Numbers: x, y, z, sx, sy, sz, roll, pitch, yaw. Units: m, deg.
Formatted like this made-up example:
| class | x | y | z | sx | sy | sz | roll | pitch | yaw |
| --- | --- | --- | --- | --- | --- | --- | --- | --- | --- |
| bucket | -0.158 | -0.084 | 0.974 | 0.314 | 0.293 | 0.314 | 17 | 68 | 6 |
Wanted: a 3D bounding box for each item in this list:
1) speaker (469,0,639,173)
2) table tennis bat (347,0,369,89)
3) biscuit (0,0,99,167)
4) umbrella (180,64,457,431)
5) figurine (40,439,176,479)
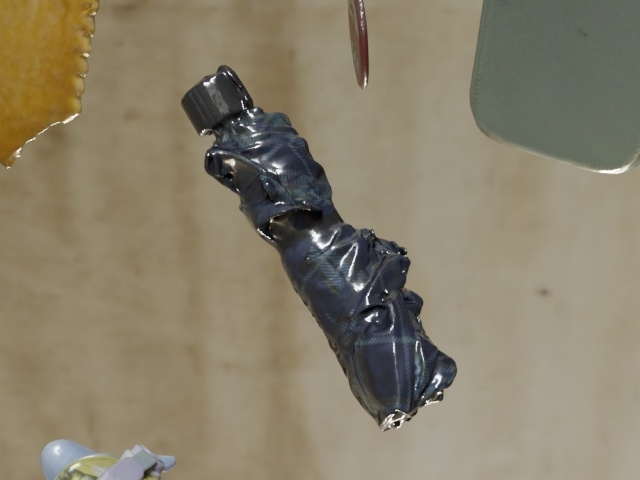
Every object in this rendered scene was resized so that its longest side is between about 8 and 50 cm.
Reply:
| class | x | y | z | sx | sy | sz | roll | pitch | yaw |
| --- | --- | --- | --- | --- | --- | --- | --- | --- | --- |
| speaker | 0.257 | -0.272 | 1.733 | 0.406 | 0.183 | 0.184 | 96 | -165 | -45 |
| table tennis bat | 0.035 | -0.215 | 1.837 | 0.098 | 0.019 | 0.154 | -102 | 7 | -60 |
| biscuit | -0.231 | -0.168 | 1.150 | 0.013 | 0.232 | 0.237 | -49 | -24 | -57 |
| umbrella | 0.001 | -0.001 | 1.101 | 0.224 | 0.071 | 0.080 | 55 | 169 | 5 |
| figurine | -0.150 | 0.240 | 1.609 | 0.128 | 0.208 | 0.184 | -47 | -11 | -5 |
